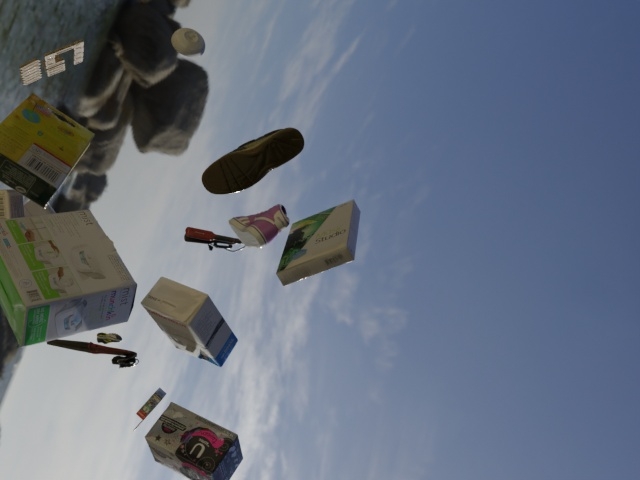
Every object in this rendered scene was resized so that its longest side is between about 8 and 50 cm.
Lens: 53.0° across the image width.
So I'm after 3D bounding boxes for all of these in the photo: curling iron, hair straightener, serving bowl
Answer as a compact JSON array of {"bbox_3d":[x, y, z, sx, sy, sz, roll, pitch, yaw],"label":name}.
[{"bbox_3d":[-0.641,0.307,1.804,0.068,0.274,0.035,-45,147,-74],"label":"curling iron"},{"bbox_3d":[-0.378,0.000,2.320,0.089,0.230,0.047,123,-32,-55],"label":"hair straightener"},{"bbox_3d":[-0.314,-0.481,1.544,0.027,0.083,0.083,-45,-150,51],"label":"serving bowl"}]

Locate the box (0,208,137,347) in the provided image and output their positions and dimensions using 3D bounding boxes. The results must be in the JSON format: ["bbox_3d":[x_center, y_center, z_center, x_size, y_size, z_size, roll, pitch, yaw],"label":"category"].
[{"bbox_3d":[-0.555,0.066,1.361,0.262,0.231,0.127,47,-50,30],"label":"box"}]

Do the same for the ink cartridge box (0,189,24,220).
[{"bbox_3d":[-0.977,-0.009,1.892,0.060,0.239,0.275,-14,103,-67],"label":"ink cartridge box"}]

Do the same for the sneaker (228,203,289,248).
[{"bbox_3d":[-0.188,-0.055,2.082,0.161,0.102,0.282,-40,-155,-17],"label":"sneaker"}]

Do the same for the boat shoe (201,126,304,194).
[{"bbox_3d":[-0.135,-0.163,1.309,0.223,0.080,0.073,-28,-166,5],"label":"boat shoe"}]

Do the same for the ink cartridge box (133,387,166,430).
[{"bbox_3d":[-0.465,0.451,1.720,0.115,0.029,0.063,-48,-178,-4],"label":"ink cartridge box"}]

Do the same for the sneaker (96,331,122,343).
[{"bbox_3d":[-0.704,0.329,2.140,0.031,0.083,0.035,-103,-150,-58],"label":"sneaker"}]

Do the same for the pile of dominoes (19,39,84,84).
[{"bbox_3d":[-0.809,-0.542,1.918,0.196,0.040,0.251,-29,-170,-19],"label":"pile of dominoes"}]

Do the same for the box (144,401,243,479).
[{"bbox_3d":[-0.378,0.624,1.927,0.142,0.247,0.163,-55,155,-38],"label":"box"}]

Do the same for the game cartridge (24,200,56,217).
[{"bbox_3d":[-0.980,0.013,2.099,0.297,0.198,0.062,-41,158,-9],"label":"game cartridge"}]

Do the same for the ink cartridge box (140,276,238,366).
[{"bbox_3d":[-0.298,0.189,1.480,0.086,0.148,0.203,-57,148,-28],"label":"ink cartridge box"}]

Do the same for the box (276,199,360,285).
[{"bbox_3d":[0.000,0.000,1.960,0.232,0.058,0.322,-21,-158,17],"label":"box"}]

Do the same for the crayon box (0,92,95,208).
[{"bbox_3d":[-0.737,-0.242,1.680,0.081,0.202,0.318,-44,-157,26],"label":"crayon box"}]
